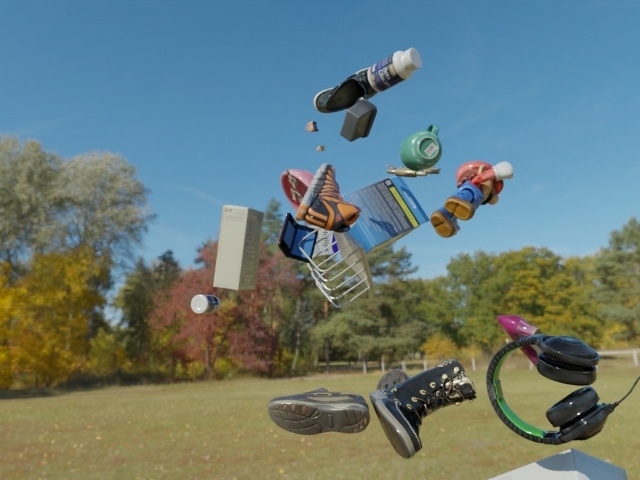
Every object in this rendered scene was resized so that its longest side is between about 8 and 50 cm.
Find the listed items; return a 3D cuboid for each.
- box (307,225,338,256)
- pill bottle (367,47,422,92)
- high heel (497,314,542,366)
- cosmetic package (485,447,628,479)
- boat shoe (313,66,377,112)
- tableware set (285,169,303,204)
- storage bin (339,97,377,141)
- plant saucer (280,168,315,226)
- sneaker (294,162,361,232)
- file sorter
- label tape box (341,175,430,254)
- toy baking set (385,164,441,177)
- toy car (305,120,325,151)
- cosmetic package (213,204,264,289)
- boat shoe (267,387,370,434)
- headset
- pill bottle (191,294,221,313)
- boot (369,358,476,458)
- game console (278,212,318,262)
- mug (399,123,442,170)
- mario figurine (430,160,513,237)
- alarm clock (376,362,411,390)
[{"bbox_3d":[0.000,0.000,2.122,0.137,0.126,0.072,-7,-4,0],"label":"box"},{"bbox_3d":[0.246,-0.563,1.715,0.094,0.094,0.169,10,-19,-42],"label":"pill bottle"},{"bbox_3d":[0.597,0.297,1.526,0.117,0.082,0.244,24,-14,45],"label":"high heel"},{"bbox_3d":[0.601,0.697,1.368,0.196,0.155,0.365,26,-47,-16],"label":"cosmetic package"},{"bbox_3d":[0.142,-0.609,2.123,0.340,0.127,0.113,-22,26,-11],"label":"boat shoe"},{"bbox_3d":[-0.111,-0.219,2.197,0.020,0.169,0.141,-23,24,-10],"label":"tableware set"},{"bbox_3d":[0.118,-0.411,1.794,0.091,0.098,0.135,-39,-21,-40],"label":"storage bin"},{"bbox_3d":[-0.045,-0.194,2.370,0.084,0.332,0.332,-40,0,-20],"label":"plant saucer"},{"bbox_3d":[0.040,-0.120,1.643,0.180,0.321,0.125,25,-52,-3],"label":"sneaker"},{"bbox_3d":[0.057,0.091,1.920,0.173,0.193,0.278,-35,-37,-10],"label":"file sorter"},{"bbox_3d":[0.254,-0.110,2.174,0.347,0.249,0.115,-23,-14,-36],"label":"label tape box"},{"bbox_3d":[0.354,-0.273,2.055,0.256,0.030,0.196,8,15,28],"label":"toy baking set"},{"bbox_3d":[-0.021,-0.364,1.848,0.040,0.122,0.060,-11,23,14],"label":"toy car"},{"bbox_3d":[-0.310,0.030,1.994,0.113,0.310,0.160,7,-3,17],"label":"cosmetic package"},{"bbox_3d":[-0.004,0.592,1.823,0.355,0.132,0.130,4,18,5],"label":"boat shoe"},{"bbox_3d":[0.586,0.329,1.190,0.394,0.244,0.185,-15,-7,40],"label":"headset"},{"bbox_3d":[-0.400,0.226,1.846,0.067,0.067,0.120,-6,-8,15],"label":"pill bottle"},{"bbox_3d":[0.300,0.458,1.470,0.284,0.138,0.377,-23,-3,-4],"label":"boot"},{"bbox_3d":[-0.077,-0.010,1.835,0.085,0.144,0.124,0,-32,21],"label":"game console"},{"bbox_3d":[0.343,-0.317,1.754,0.129,0.158,0.097,-1,1,-14],"label":"mug"},{"bbox_3d":[0.450,-0.115,1.495,0.198,0.170,0.320,-3,27,40],"label":"mario figurine"},{"bbox_3d":[0.258,0.499,1.825,0.129,0.192,0.064,-32,-69,29],"label":"alarm clock"}]
